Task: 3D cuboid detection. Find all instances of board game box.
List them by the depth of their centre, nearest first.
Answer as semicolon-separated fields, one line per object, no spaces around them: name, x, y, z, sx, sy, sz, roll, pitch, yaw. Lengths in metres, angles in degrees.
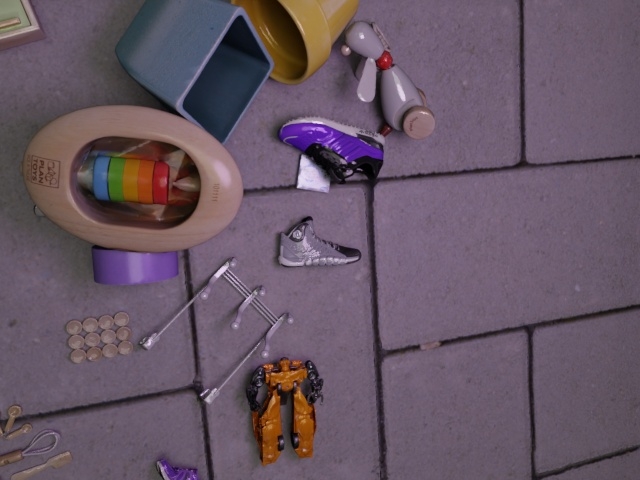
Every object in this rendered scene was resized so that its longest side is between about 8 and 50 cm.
board game box;-0.016;-0.177;1.460;0.090;0.020;0.090;8;93;-18

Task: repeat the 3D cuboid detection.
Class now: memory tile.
memory tile;-0.544;0.240;1.355;0.148;0.012;0.113;-8;99;-16

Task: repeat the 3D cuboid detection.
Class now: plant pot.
plant pot;-0.298;-0.400;1.229;0.252;0.247;0.247;31;87;16
plant pot;-0.044;-0.543;1.306;0.239;0.254;0.254;-46;107;-24

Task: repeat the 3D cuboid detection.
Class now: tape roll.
tape roll;-0.428;0.046;1.274;0.189;0.189;0.080;-4;97;-16

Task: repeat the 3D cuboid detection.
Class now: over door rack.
over door rack;-0.255;0.237;1.393;0.324;0.108;0.239;-44;106;-7

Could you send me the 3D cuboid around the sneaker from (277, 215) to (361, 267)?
sneaker;0.000;0.000;1.454;0.229;0.086;0.132;-3;95;-15

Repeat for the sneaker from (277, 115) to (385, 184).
sneaker;0.032;-0.221;1.407;0.294;0.102;0.146;8;76;-17

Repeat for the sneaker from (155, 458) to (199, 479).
sneaker;-0.362;0.618;1.439;0.170;0.068;0.071;49;66;-24

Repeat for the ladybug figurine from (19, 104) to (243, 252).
ladybug figurine;-0.388;-0.133;1.163;0.450;0.162;0.305;9;105;-8

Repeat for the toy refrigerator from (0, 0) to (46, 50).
toy refrigerator;-0.748;-0.454;1.169;0.270;0.094;0.102;-22;102;-14

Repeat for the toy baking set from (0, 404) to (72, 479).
toy baking set;-0.745;0.511;1.317;0.256;0.030;0.196;43;83;-17

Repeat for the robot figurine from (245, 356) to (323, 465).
robot figurine;-0.098;0.450;1.477;0.211;0.085;0.290;-3;98;-17

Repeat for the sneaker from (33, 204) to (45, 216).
sneaker;-0.524;-0.065;1.284;0.263;0.099;0.121;-9;103;-14

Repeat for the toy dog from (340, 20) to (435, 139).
toy dog;0.152;-0.387;1.418;0.161;0.220;0.333;-34;99;22
